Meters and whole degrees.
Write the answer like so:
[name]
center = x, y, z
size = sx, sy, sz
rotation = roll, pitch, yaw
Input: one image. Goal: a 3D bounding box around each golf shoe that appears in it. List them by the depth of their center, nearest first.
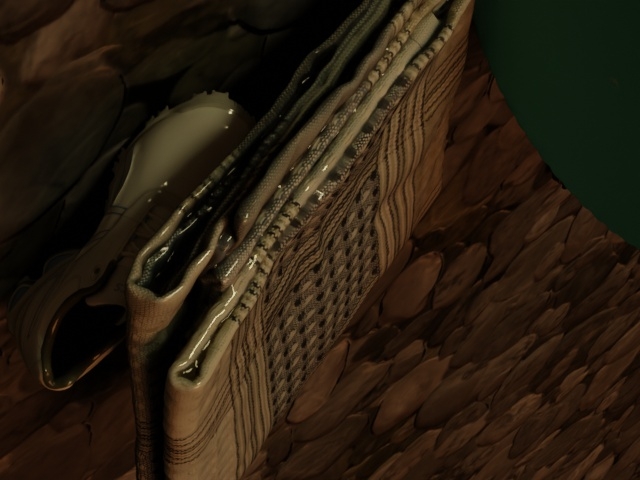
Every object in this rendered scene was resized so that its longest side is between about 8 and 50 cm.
[golf shoe]
center = -0.089, 0.007, 0.995
size = 0.069, 0.086, 0.176
rotation = 33, 104, -22

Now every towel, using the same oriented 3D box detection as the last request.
[towel]
center = 0.000, 0.000, 1.086
size = 0.312, 0.056, 0.324
rotation = -51, 165, -25

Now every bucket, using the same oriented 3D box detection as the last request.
[bucket]
center = 0.222, -0.130, 1.072
size = 0.183, 0.281, 0.281
rotation = -34, 156, -20

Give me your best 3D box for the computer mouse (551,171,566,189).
[computer mouse]
center = 0.194, -0.092, 1.388
size = 0.106, 0.042, 0.193
rotation = -41, 164, 5
